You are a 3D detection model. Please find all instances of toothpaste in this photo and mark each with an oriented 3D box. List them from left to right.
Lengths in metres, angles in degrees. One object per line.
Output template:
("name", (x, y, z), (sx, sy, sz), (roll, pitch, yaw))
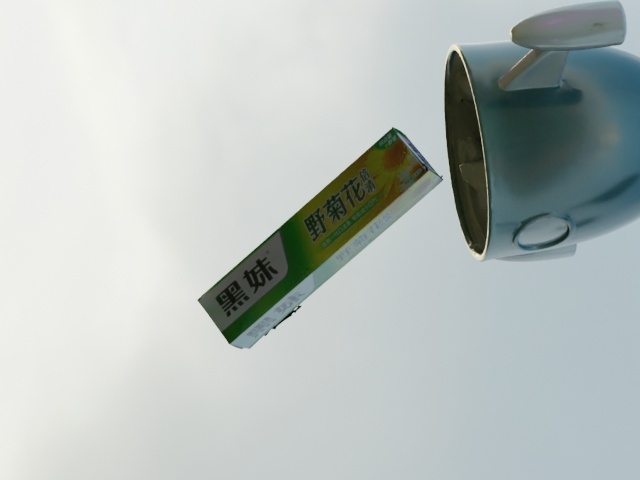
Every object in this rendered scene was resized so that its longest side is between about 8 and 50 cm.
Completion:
("toothpaste", (0.000, 0.000, 1.256), (0.178, 0.037, 0.043), (-41, -111, 10))

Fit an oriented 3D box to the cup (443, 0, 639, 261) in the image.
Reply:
("cup", (0.191, -0.076, 1.426), (0.300, 0.173, 0.167), (91, -10, -57))
